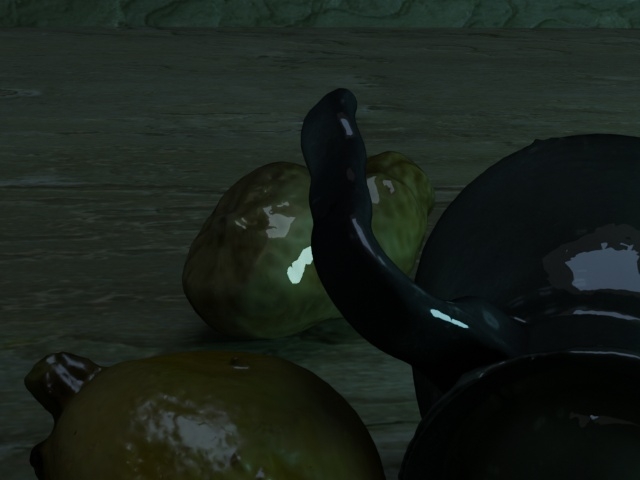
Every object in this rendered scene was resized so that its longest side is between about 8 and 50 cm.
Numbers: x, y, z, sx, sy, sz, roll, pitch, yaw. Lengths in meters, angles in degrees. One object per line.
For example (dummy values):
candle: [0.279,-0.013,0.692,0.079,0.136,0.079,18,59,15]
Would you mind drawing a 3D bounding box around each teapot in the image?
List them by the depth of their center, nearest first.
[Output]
teapot: [0.131,0.055,0.630,0.223,0.305,0.285,-14,21,18]

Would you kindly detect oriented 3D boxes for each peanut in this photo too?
peanut: [0.000,0.000,1.009,0.253,0.137,0.122,-13,9,-41]

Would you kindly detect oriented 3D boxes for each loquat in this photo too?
loquat: [-0.059,0.122,0.593,0.204,0.149,0.172,33,26,5]
